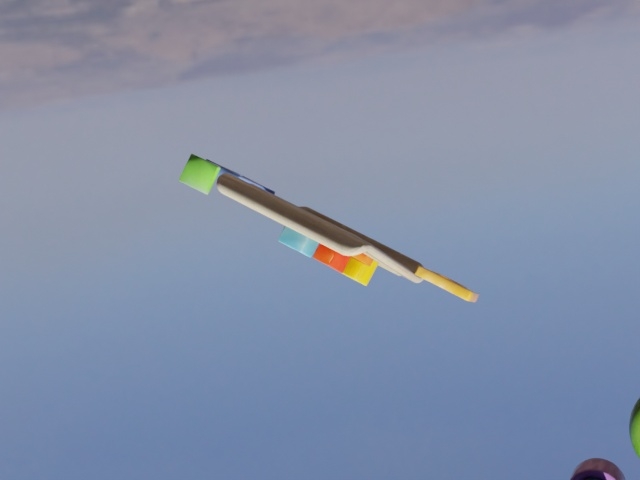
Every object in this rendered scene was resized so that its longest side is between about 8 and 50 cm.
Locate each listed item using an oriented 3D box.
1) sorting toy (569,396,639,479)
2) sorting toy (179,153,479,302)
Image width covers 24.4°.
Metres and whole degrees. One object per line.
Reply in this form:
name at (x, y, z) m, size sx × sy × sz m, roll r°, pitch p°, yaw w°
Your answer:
sorting toy at (0.414, 0.216, 1.613) m, size 0.365 × 0.127 × 0.126 m, roll -38°, pitch -178°, yaw 24°
sorting toy at (0.000, 0.000, 1.530) m, size 0.347 × 0.047 × 0.196 m, roll 27°, pitch -178°, yaw 26°
